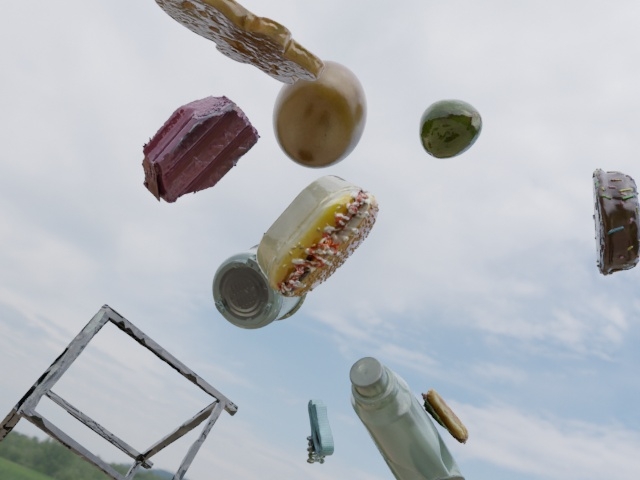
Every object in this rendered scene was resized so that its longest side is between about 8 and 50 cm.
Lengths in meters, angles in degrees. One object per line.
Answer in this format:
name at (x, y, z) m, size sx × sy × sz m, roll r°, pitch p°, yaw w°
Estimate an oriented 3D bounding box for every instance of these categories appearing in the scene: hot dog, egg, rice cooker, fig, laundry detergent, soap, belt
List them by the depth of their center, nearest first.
laundry detergent at (0.160, 0.370, 1.252) m, size 0.264 × 0.125 × 0.398 m, roll 49°, pitch -9°, yaw 48°
hot dog at (0.242, 0.347, 1.262) m, size 0.133 × 0.041 × 0.056 m, roll 51°, pitch -3°, yaw 38°
soap at (-0.295, -0.210, 1.508) m, size 0.112 × 0.289 × 0.182 m, roll 34°, pitch -10°, yaw 39°
egg at (-0.002, -0.375, 1.930) m, size 0.283 × 0.282 × 0.351 m, roll 21°, pitch -36°, yaw 1°
fig at (0.397, -0.339, 1.934) m, size 0.181 × 0.181 × 0.191 m, roll 34°, pitch -27°, yaw -24°
belt at (-0.007, 0.575, 1.952) m, size 0.065 × 0.179 × 0.100 m, roll 9°, pitch -41°, yaw -24°
rice cooker at (-0.190, 0.142, 2.072) m, size 0.264 × 0.316 × 0.316 m, roll 28°, pitch -24°, yaw 15°

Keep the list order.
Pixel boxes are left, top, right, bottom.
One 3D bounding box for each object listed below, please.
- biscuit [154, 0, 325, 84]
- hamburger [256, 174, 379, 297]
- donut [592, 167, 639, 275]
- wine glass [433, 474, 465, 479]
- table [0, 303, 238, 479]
biscuit at (-0.161, -0.414, 1.263) m, size 0.355 × 0.052 × 0.275 m, roll 26°, pitch -5°, yaw -25°
hamburger at (0.000, 0.000, 1.387) m, size 0.151 × 0.295 × 0.227 m, roll 39°, pitch 3°, yaw 23°
donut at (0.628, -0.041, 1.366) m, size 0.089 × 0.235 × 0.235 m, roll -4°, pitch -34°, yaw 21°
wine glass at (0.235, 0.518, 1.054) m, size 0.103 × 0.231 × 0.103 m, roll -11°, pitch -37°, yaw -9°
table at (-0.364, 0.328, 1.041) m, size 0.272 × 0.222 × 0.335 m, roll 41°, pitch -50°, yaw -10°
